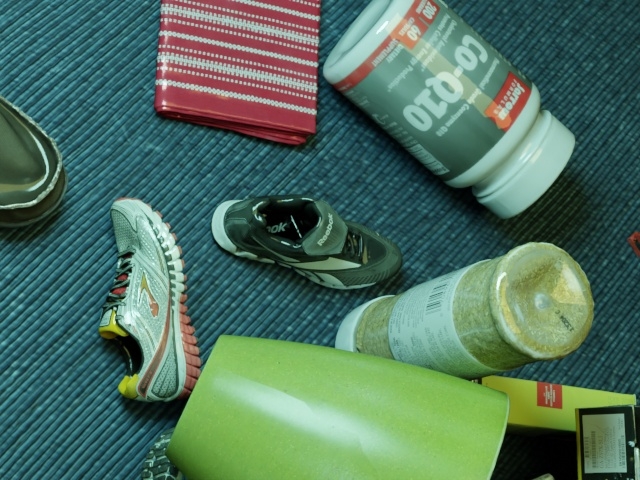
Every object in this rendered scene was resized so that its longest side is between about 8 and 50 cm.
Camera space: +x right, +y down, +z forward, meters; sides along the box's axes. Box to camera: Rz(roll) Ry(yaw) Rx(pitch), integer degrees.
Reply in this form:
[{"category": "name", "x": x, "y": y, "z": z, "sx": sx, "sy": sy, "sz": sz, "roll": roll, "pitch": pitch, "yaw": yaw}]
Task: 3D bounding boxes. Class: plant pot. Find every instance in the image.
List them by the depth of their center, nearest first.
[{"category": "plant pot", "x": 0.001, "y": 0.219, "z": 1.620, "sx": 0.293, "sy": 0.275, "sz": 0.275, "roll": 25, "pitch": 67, "yaw": 0}]

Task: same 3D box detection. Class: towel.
[{"category": "towel", "x": -0.094, "y": -0.256, "z": 1.853, "sx": 0.198, "sy": 0.031, "sz": 0.275, "roll": 9, "pitch": 72, "yaw": -22}]

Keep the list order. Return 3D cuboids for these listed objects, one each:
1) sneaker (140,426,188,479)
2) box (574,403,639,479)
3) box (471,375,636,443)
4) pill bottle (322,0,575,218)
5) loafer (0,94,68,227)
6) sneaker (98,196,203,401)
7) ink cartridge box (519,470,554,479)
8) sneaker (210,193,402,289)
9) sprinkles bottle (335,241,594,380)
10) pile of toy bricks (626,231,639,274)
[{"category": "sneaker", "x": -0.147, "y": 0.277, "z": 1.690, "sx": 0.073, "sy": 0.063, "sz": 0.162, "roll": 14, "pitch": 74, "yaw": -43}, {"category": "box", "x": 0.401, "y": 0.325, "z": 1.844, "sx": 0.322, "sy": 0.079, "sz": 0.257, "roll": 11, "pitch": 74, "yaw": -55}, {"category": "box", "x": 0.257, "y": 0.201, "z": 1.886, "sx": 0.232, "sy": 0.087, "sz": 0.058, "roll": 10, "pitch": 73, "yaw": -23}, {"category": "pill bottle", "x": 0.156, "y": -0.165, "z": 1.880, "sx": 0.283, "sy": 0.161, "sz": 0.161, "roll": 40, "pitch": 64, "yaw": -13}, {"category": "loafer", "x": -0.413, "y": -0.139, "z": 1.606, "sx": 0.366, "sy": 0.130, "sz": 0.134, "roll": 33, "pitch": 65, "yaw": -16}, {"category": "sneaker", "x": -0.192, "y": 0.063, "z": 1.693, "sx": 0.092, "sy": 0.088, "sz": 0.225, "roll": -9, "pitch": 82, "yaw": -27}, {"category": "ink cartridge box", "x": 0.237, "y": 0.464, "z": 1.789, "sx": 0.175, "sy": 0.069, "sz": 0.371, "roll": -19, "pitch": 84, "yaw": -5}, {"category": "sneaker", "x": 0.000, "y": 0.000, "z": 1.793, "sx": 0.234, "sy": 0.106, "sz": 0.078, "roll": 15, "pitch": 72, "yaw": -23}, {"category": "sprinkles bottle", "x": 0.144, "y": 0.095, "z": 1.699, "sx": 0.121, "sy": 0.355, "sz": 0.121, "roll": 6, "pitch": 75, "yaw": -25}, {"category": "pile of toy bricks", "x": 0.499, "y": 0.037, "z": 2.035, "sx": 0.118, "sy": 0.105, "sz": 0.212, "roll": -39, "pitch": 96, "yaw": -28}]
